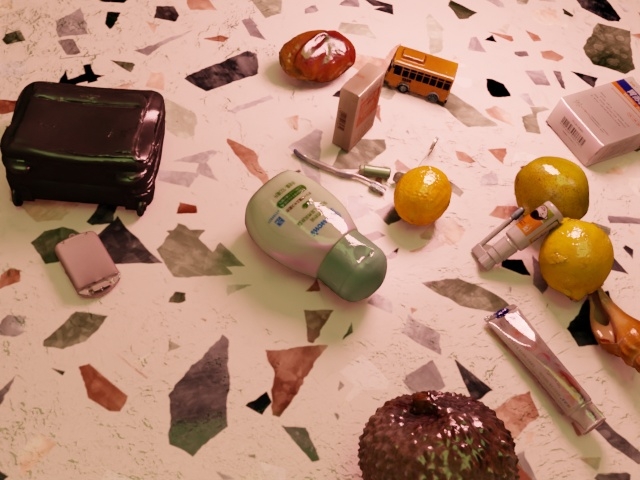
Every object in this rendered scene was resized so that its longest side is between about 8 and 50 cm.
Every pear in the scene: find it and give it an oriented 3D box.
[{"bbox_3d":[0.598,-0.125,1.661,0.198,0.198,0.198,5,55,-7],"label":"pear"}]

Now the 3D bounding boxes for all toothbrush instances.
[{"bbox_3d":[0.049,-0.184,1.702,0.269,0.021,0.027,24,49,7],"label":"toothbrush"}]

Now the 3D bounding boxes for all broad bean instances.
[{"bbox_3d":[-0.010,-0.531,1.872,0.229,0.122,0.156,-18,86,-14],"label":"broad bean"}]

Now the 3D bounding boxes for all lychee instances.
[{"bbox_3d":[0.214,0.410,1.176,0.300,0.300,0.300,5,55,-7],"label":"lychee"}]

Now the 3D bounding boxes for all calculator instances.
[{"bbox_3d":[-0.517,0.049,1.428,0.100,0.032,0.175,-25,63,-25],"label":"calculator"}]

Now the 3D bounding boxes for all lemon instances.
[{"bbox_3d":[0.617,0.046,1.559,0.174,0.173,0.206,13,68,-2],"label":"lemon"},{"bbox_3d":[0.261,-0.117,1.624,0.142,0.142,0.187,29,49,10],"label":"lemon"}]

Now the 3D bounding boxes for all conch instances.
[{"bbox_3d":[0.702,0.204,1.521,0.093,0.109,0.330,38,24,-29],"label":"conch"}]

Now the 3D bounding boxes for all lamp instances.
[{"bbox_3d":[0.264,-0.221,1.750,0.056,0.050,0.198,29,56,11],"label":"lamp"}]

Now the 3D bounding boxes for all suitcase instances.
[{"bbox_3d":[-0.554,-0.238,1.545,0.345,0.188,0.339,4,50,-6],"label":"suitcase"}]

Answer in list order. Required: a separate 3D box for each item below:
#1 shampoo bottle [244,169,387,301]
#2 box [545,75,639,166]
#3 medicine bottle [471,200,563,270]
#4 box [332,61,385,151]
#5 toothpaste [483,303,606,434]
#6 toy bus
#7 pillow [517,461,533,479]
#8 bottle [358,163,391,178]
[{"bbox_3d":[0.000,0.000,1.488,0.349,0.151,0.222,40,56,16],"label":"shampoo bottle"},{"bbox_3d":[0.860,-0.357,1.920,0.299,0.106,0.200,-19,63,-21],"label":"box"},{"bbox_3d":[0.478,-0.017,1.584,0.221,0.061,0.092,-39,51,9],"label":"medicine bottle"},{"bbox_3d":[0.100,-0.353,1.719,0.058,0.201,0.141,31,55,16],"label":"box"},{"bbox_3d":[0.502,0.280,1.444,0.100,0.066,0.323,-21,57,-22],"label":"toothpaste"},{"bbox_3d":[0.296,-0.494,1.905,0.201,0.114,0.098,19,54,3],"label":"toy bus"},{"bbox_3d":[0.331,0.454,1.302,0.126,0.043,0.232,-27,64,-22],"label":"pillow"},{"bbox_3d":[0.144,-0.184,1.714,0.083,0.030,0.030,8,55,-4],"label":"bottle"}]
